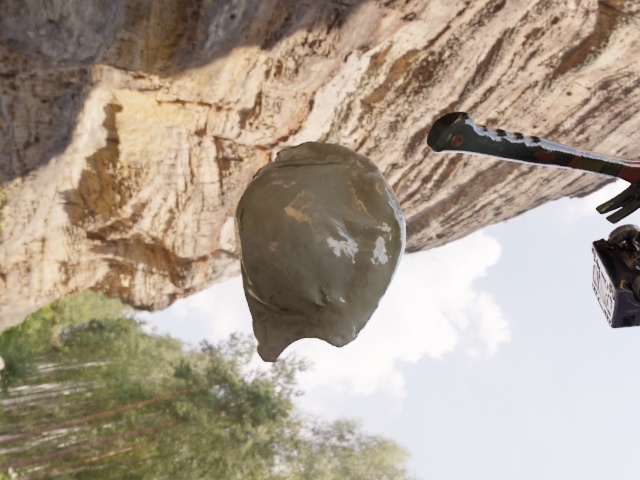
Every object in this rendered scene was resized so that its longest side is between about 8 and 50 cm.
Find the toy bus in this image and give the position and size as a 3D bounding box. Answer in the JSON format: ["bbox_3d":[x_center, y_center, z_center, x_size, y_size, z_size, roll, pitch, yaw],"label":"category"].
[{"bbox_3d":[0.325,0.026,0.461,0.073,0.168,0.076,-84,162,-50],"label":"toy bus"}]

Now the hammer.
[{"bbox_3d":[0.228,-0.080,0.514,0.033,0.288,0.111,-117,-139,-51],"label":"hammer"}]

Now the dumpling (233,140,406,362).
[{"bbox_3d":[0.000,0.000,0.435,0.136,0.118,0.198,1,-111,17],"label":"dumpling"}]
